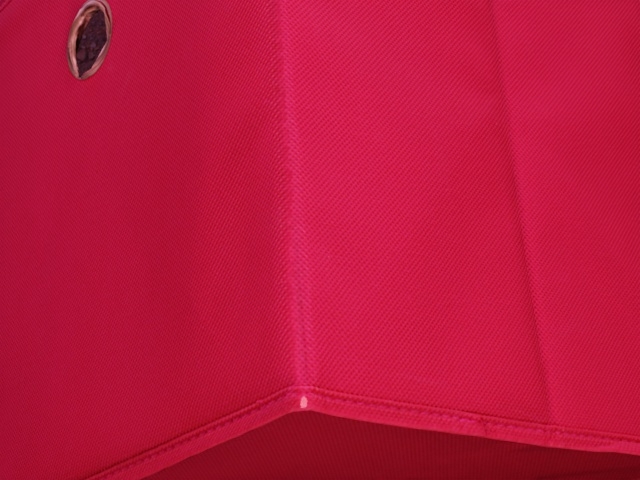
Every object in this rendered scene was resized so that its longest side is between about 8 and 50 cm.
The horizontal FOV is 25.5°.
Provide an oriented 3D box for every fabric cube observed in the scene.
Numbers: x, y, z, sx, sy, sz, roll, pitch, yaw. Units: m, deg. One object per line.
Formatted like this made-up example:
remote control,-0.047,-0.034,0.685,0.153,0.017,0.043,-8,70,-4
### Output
fabric cube,0.000,0.000,0.660,0.259,0.258,0.254,14,-28,-38
